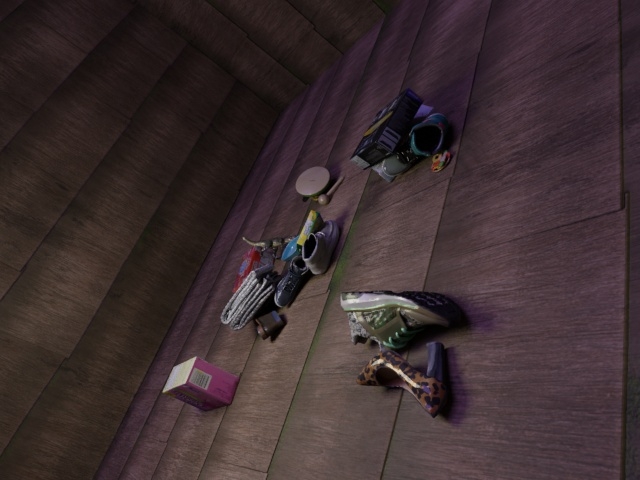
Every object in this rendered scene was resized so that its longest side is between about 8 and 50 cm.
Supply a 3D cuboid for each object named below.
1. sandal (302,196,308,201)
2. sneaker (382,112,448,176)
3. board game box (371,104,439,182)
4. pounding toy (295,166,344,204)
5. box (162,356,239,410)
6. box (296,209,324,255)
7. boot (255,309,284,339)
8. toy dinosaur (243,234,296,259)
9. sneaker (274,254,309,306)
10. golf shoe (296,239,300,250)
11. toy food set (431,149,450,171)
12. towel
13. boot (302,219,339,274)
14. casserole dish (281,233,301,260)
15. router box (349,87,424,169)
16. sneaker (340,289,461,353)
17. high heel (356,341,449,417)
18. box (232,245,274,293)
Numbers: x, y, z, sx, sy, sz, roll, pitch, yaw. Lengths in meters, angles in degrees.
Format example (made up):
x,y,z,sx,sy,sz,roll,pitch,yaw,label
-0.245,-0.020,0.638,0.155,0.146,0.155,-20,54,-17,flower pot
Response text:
x,y,z,sx,sy,sz,roll,pitch,yaw,label
-0.048,-0.286,2.494,0.179,0.040,0.067,-53,23,7,sandal
0.333,-0.325,1.667,0.295,0.124,0.178,-44,5,23,sneaker
0.315,-0.418,1.920,0.318,0.066,0.318,-51,23,12,board game box
-0.001,-0.256,2.320,0.237,0.110,0.183,30,73,38,pounding toy
-0.501,0.606,1.963,0.243,0.214,0.117,-31,33,45,box
-0.045,-0.024,1.933,0.179,0.043,0.105,-65,-19,-14,box
-0.208,0.340,1.962,0.106,0.082,0.219,-31,16,-3,boot
-0.250,0.032,2.323,0.064,0.269,0.118,84,-177,-67,toy dinosaur
-0.117,0.160,1.910,0.226,0.086,0.163,-62,0,-16,sneaker
-0.024,0.015,2.040,0.176,0.069,0.085,-26,69,39,golf shoe
0.409,-0.270,1.596,0.083,0.020,0.083,-12,48,59,toy food set
-0.288,0.249,2.049,0.283,0.121,0.235,-53,-6,10,towel
0.000,0.000,1.878,0.095,0.123,0.258,-5,54,27,boot
-0.122,0.040,2.190,0.188,0.037,0.114,-32,32,56,casserole dish
0.244,-0.415,1.793,0.242,0.081,0.309,-59,11,-9,router box
0.207,0.226,1.243,0.410,0.158,0.181,-7,84,59,sneaker
0.179,0.352,1.109,0.261,0.093,0.186,-29,27,31,high heel
-0.328,0.162,2.330,0.123,0.128,0.256,-39,28,35,box
